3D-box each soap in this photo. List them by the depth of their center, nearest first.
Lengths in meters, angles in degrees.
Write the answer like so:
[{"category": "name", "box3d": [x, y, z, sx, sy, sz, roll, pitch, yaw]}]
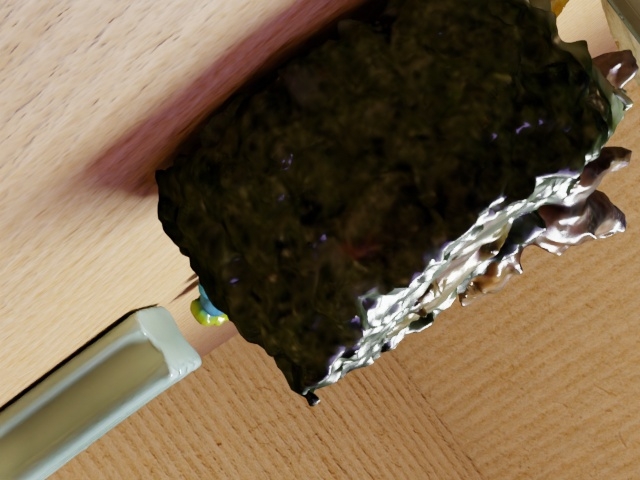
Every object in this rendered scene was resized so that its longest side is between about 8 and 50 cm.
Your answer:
[{"category": "soap", "box3d": [-0.273, 0.187, 1.624, 0.265, 0.088, 0.160, -36, 177, 6]}]

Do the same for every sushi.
[{"category": "sushi", "box3d": [0.057, -0.047, 0.977, 0.294, 0.178, 0.352, -39, 173, 5]}]

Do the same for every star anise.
[{"category": "star anise", "box3d": [0.154, -0.046, 1.291, 0.292, 0.109, 0.350, -25, 142, -14]}]

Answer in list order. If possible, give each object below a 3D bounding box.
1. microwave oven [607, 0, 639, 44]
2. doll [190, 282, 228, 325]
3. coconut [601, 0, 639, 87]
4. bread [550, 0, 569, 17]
[{"category": "microwave oven", "box3d": [0.332, -0.214, 1.238, 0.163, 0.205, 0.129, -36, 177, 13]}, {"category": "doll", "box3d": [0.000, 0.000, 1.745, 0.341, 0.099, 0.346, -41, 172, 36]}, {"category": "coconut", "box3d": [0.409, -0.245, 1.438, 0.230, 0.227, 0.227, -29, 177, -1]}, {"category": "bread", "box3d": [0.198, -0.213, 1.337, 0.083, 0.036, 0.047, -36, 174, -37]}]
